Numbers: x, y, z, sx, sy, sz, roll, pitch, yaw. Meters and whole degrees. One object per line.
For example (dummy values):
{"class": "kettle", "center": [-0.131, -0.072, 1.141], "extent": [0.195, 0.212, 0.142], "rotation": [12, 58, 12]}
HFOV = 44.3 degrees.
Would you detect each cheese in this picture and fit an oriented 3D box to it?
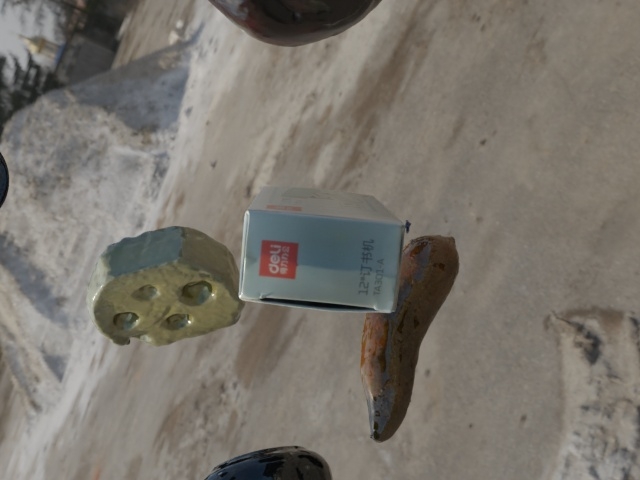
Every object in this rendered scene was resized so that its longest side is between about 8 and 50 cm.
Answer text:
{"class": "cheese", "center": [-0.310, 0.106, 1.601], "extent": [0.318, 0.326, 0.115], "rotation": [-47, 39, 33]}

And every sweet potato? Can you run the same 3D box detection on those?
{"class": "sweet potato", "center": [0.103, 0.116, 1.030], "extent": [0.097, 0.097, 0.292], "rotation": [-21, 42, 64]}

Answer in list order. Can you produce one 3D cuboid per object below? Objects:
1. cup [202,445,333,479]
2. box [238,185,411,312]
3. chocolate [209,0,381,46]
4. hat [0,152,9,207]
{"class": "cup", "center": [-0.048, 0.354, 0.945], "extent": [0.223, 0.169, 0.177], "rotation": [60, -170, -62]}
{"class": "box", "center": [0.000, 0.000, 0.749], "extent": [0.269, 0.134, 0.079], "rotation": [-97, 11, -82]}
{"class": "chocolate", "center": [-0.061, -0.440, 1.097], "extent": [0.384, 0.383, 0.332], "rotation": [-52, 51, 39]}
{"class": "hat", "center": [-0.732, -0.123, 1.575], "extent": [0.082, 0.193, 0.193], "rotation": [6, 74, 42]}
